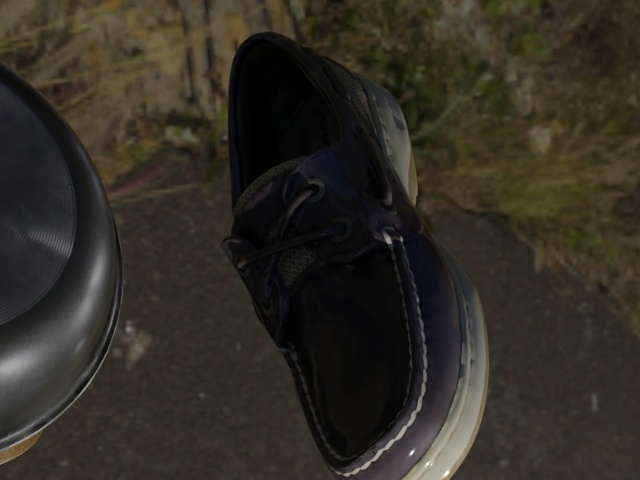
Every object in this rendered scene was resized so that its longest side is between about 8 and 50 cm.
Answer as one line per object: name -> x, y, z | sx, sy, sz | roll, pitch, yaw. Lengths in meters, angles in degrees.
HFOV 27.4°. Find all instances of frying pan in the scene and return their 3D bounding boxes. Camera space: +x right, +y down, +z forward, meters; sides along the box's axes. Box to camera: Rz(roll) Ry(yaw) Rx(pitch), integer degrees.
frying pan -> -0.176, 0.035, 0.453 | 0.197, 0.053, 0.326 | 32, 46, -14

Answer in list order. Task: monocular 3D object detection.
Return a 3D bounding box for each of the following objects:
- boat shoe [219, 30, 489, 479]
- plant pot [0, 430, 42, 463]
boat shoe -> 0.000, 0.000, 0.605 | 0.092, 0.103, 0.285 | 32, 30, -30
plant pot -> -0.320, 0.017, 0.977 | 0.237, 0.237, 0.254 | -19, 117, -64
